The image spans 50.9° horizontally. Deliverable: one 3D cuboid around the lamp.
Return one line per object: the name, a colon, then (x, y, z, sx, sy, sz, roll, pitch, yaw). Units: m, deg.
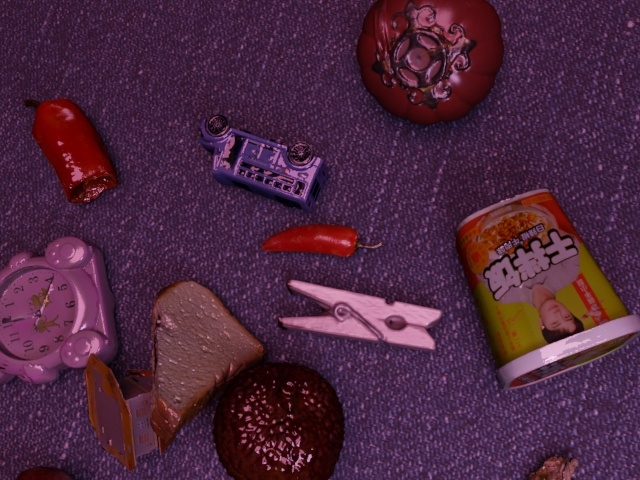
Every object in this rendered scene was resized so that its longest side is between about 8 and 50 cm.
lamp: (0.224, -0.390, 1.390, 0.303, 0.257, 0.303, 7, 115, 16)

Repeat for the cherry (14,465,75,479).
cherry: (-0.558, 0.584, 1.325, 0.230, 0.203, 0.300, -36, 89, -2)

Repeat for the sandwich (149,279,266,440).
sandwich: (-0.279, 0.222, 1.335, 0.254, 0.288, 0.100, 42, 129, 10)

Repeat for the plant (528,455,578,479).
plant: (0.450, 0.471, 1.246, 0.116, 0.104, 0.122, -34, 81, -11)

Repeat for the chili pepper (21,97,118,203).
chili pepper: (-0.596, -0.255, 1.556, 0.134, 0.131, 0.338, -30, 73, -9)

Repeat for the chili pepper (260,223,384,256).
chili pepper: (0.000, 0.000, 1.444, 0.272, 0.063, 0.071, 2, 65, 12)

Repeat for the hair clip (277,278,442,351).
hair clip: (0.080, 0.158, 1.382, 0.330, 0.085, 0.101, 9, 71, 10)

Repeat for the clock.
clock: (-0.617, 0.165, 1.472, 0.322, 0.113, 0.296, -16, 76, 6)

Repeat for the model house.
model house: (-0.374, 0.327, 1.376, 0.207, 0.135, 0.220, 12, 109, 48)

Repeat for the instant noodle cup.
instant noodle cup: (0.403, 0.089, 1.269, 0.293, 0.294, 0.308, -22, 68, 3)

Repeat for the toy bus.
toy bus: (-0.136, -0.166, 1.467, 0.292, 0.125, 0.133, 20, 81, 11)

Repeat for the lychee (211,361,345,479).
lychee: (-0.078, 0.362, 1.276, 0.260, 0.260, 0.261, -2, 77, 8)
